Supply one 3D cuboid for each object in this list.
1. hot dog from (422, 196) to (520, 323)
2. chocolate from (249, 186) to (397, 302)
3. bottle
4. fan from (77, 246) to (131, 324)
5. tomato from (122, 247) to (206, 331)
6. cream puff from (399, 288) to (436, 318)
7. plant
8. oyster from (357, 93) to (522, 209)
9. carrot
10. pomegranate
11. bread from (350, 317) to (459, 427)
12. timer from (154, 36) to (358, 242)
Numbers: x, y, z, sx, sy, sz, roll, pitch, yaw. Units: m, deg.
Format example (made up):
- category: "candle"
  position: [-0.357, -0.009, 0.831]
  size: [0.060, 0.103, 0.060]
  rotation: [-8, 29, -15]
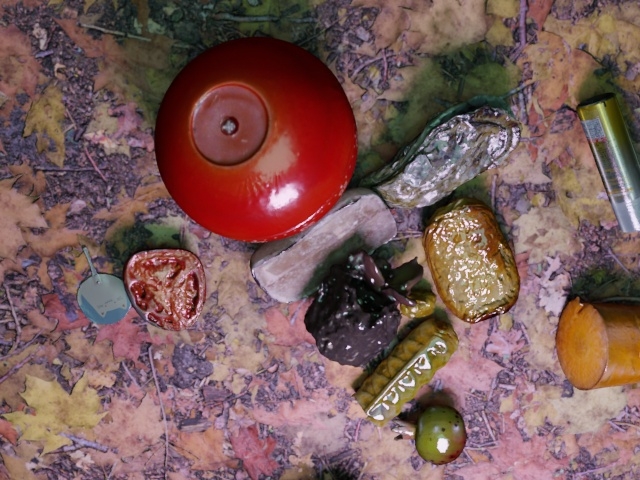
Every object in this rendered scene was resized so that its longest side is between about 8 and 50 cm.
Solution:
- category: "hot dog"
  position: [0.308, 0.033, 1.749]
  size: [0.175, 0.114, 0.259]
  rotation: [-20, 100, 6]
- category: "chocolate"
  position: [0.000, 0.000, 1.717]
  size: [0.303, 0.100, 0.185]
  rotation: [-32, 138, 5]
- category: "bottle"
  position: [0.610, -0.157, 1.736]
  size: [0.082, 0.082, 0.286]
  rotation: [-23, 102, 2]
- category: "fan"
  position: [-0.464, 0.095, 1.775]
  size: [0.113, 0.005, 0.175]
  rotation: [-18, 104, 2]
- category: "tomato"
  position: [-0.318, 0.097, 1.744]
  size: [0.166, 0.082, 0.174]
  rotation: [-3, 98, -6]
- category: "cream puff"
  position: [0.206, 0.131, 1.783]
  size: [0.083, 0.083, 0.058]
  rotation: [-21, 64, -17]
- category: "plant"
  position: [0.087, 0.134, 1.704]
  size: [0.204, 0.178, 0.234]
  rotation: [15, 126, -46]
- category: "oyster"
  position: [0.231, -0.169, 1.690]
  size: [0.351, 0.158, 0.162]
  rotation: [-28, 104, 15]
- category: "carrot"
  position: [0.657, 0.216, 1.790]
  size: [0.254, 0.196, 0.196]
  rotation: [0, 102, -14]
- category: "pomegranate"
  position: [0.238, 0.424, 1.820]
  size: [0.159, 0.129, 0.129]
  rotation: [-22, 102, 9]
- category: "bread"
  position: [0.186, 0.277, 1.805]
  size: [0.269, 0.098, 0.087]
  rotation: [-47, 139, 7]
- category: "timer"
  position: [-0.121, -0.186, 1.567]
  size: [0.378, 0.279, 0.378]
  rotation: [-2, 83, 13]
